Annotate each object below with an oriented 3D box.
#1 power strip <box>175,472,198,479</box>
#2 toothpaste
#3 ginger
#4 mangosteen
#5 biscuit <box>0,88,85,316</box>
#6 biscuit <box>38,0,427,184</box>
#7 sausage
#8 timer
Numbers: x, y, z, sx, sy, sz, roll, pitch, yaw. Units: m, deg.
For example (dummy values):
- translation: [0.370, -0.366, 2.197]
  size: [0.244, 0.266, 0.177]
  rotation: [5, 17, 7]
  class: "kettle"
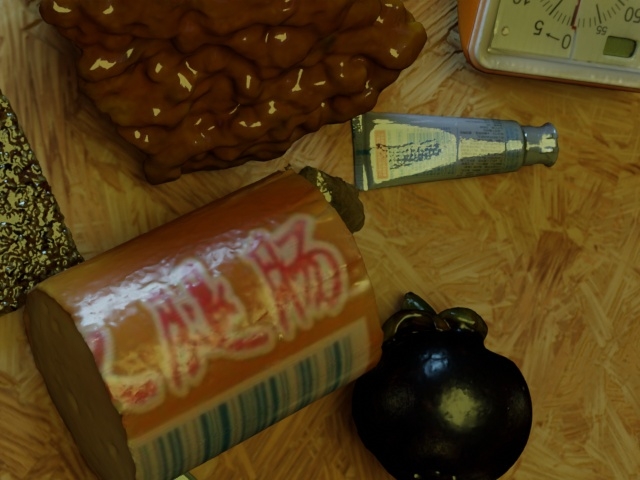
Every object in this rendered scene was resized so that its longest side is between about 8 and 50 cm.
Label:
- translation: [-0.185, 0.369, 1.521]
  size: [0.265, 0.059, 0.193]
  rotation: [-45, 101, -18]
  class: "power strip"
- translation: [0.150, -0.104, 1.695]
  size: [0.234, 0.057, 0.089]
  rotation: [-3, 87, -17]
  class: "toothpaste"
- translation: [0.007, -0.003, 1.621]
  size: [0.096, 0.067, 0.165]
  rotation: [-20, 109, -23]
  class: "ginger"
- translation: [0.128, 0.155, 1.612]
  size: [0.194, 0.194, 0.230]
  rotation: [15, 56, -22]
  class: "mangosteen"
- translation: [-0.331, -0.044, 1.496]
  size: [0.131, 0.025, 0.231]
  rotation: [-29, 99, -22]
  class: "biscuit"
- translation: [-0.074, -0.198, 1.451]
  size: [0.318, 0.312, 0.110]
  rotation: [-23, 54, 8]
  class: "biscuit"
- translation: [-0.114, 0.090, 1.473]
  size: [0.287, 0.233, 0.233]
  rotation: [-26, 98, -21]
  class: "sausage"
- translation: [0.283, -0.301, 1.706]
  size: [0.257, 0.161, 0.250]
  rotation: [4, 95, -24]
  class: "timer"
